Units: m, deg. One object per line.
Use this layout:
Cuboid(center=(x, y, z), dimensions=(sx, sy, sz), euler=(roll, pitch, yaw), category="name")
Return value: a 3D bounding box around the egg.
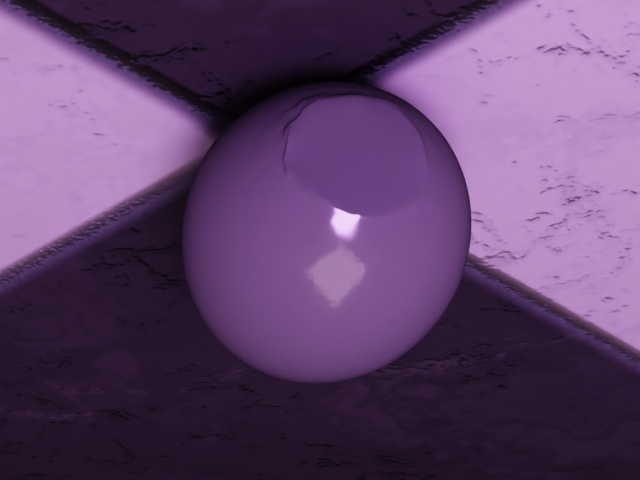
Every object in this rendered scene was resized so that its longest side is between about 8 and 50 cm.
Cuboid(center=(0.000, 0.000, 1.195), dimensions=(0.176, 0.176, 0.232), euler=(7, 157, -14), category="egg")
